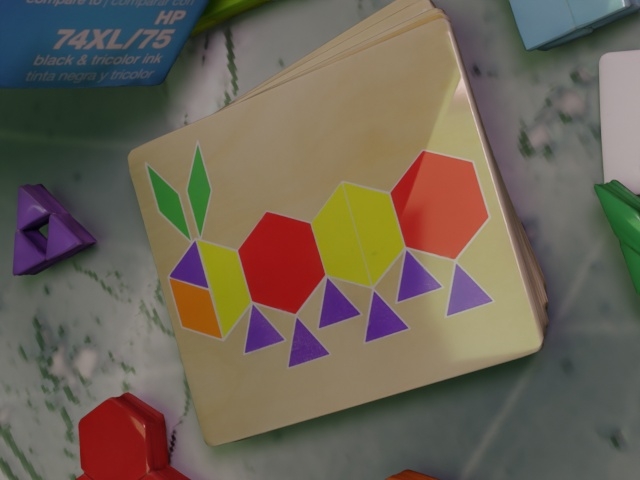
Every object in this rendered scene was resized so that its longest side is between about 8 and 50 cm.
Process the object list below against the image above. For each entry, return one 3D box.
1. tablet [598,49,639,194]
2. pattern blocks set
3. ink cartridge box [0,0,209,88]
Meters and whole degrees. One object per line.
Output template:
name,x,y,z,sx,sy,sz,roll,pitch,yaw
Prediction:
tablet,0.141,-0.045,0.629,0.083,0.006,0.054,-2,92,32
pattern blocks set,0.000,0.000,0.710,0.325,0.026,0.285,-10,87,33
ink cartridge box,-0.120,-0.218,0.628,0.270,0.197,0.198,-54,55,36
